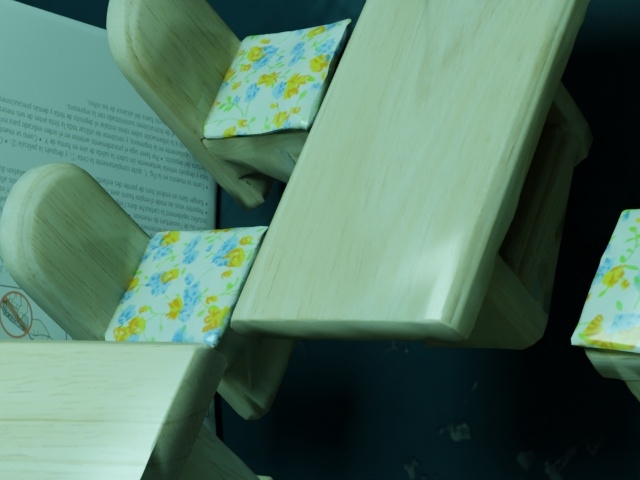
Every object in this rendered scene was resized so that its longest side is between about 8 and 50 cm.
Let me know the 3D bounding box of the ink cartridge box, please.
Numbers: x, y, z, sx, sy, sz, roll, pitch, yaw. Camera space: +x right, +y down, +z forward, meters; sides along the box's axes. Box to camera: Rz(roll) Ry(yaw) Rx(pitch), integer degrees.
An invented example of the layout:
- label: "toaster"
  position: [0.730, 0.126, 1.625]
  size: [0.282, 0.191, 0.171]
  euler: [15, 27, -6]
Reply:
- label: "ink cartridge box"
  position: [-0.165, 0.011, 0.979]
  size: [0.066, 0.296, 0.261]
  euler: [-7, 78, 36]

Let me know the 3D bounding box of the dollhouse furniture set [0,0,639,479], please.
- label: "dollhouse furniture set"
  position: [0.000, 0.000, 0.798]
  size: [0.362, 0.256, 0.394]
  euler: [-1, 54, 36]
